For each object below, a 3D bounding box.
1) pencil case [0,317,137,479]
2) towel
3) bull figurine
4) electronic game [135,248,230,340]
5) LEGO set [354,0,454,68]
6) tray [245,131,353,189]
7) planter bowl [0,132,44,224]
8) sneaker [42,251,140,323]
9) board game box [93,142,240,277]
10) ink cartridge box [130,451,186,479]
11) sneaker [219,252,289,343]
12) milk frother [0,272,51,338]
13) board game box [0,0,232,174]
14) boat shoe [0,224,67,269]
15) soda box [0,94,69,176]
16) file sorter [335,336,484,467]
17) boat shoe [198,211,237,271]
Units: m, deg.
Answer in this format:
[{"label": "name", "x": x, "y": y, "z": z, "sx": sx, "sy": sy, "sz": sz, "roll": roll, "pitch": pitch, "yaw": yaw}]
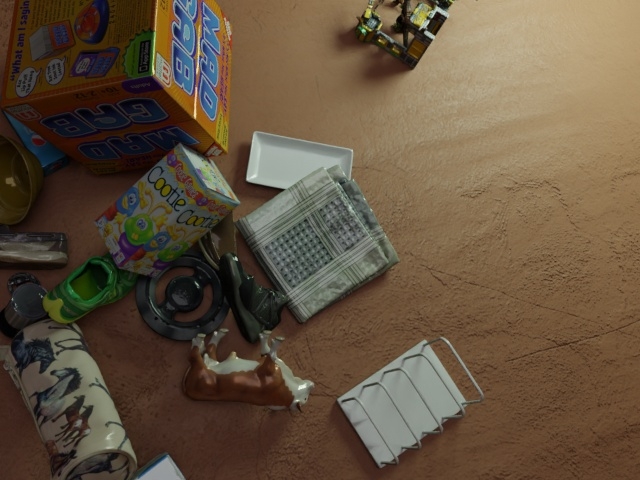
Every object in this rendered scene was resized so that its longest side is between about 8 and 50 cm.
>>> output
[{"label": "pencil case", "x": -0.524, "y": 0.350, "z": 1.564, "sx": 0.183, "sy": 0.160, "sz": 0.410, "roll": -20, "pitch": 48, "yaw": -24}, {"label": "towel", "x": 0.000, "y": 0.000, "z": 1.897, "sx": 0.324, "sy": 0.056, "sz": 0.312, "roll": -32, "pitch": 88, "yaw": -15}, {"label": "bull figurine", "x": -0.164, "y": 0.306, "z": 1.752, "sx": 0.310, "sy": 0.101, "sz": 0.189, "roll": 2, "pitch": 98, "yaw": -7}, {"label": "electronic game", "x": -0.326, "y": 0.128, "z": 1.813, "sx": 0.229, "sy": 0.048, "sz": 0.229, "roll": 6, "pitch": 67, "yaw": -16}, {"label": "LEGO set", "x": 0.261, "y": -0.655, "z": 2.080, "sx": 0.255, "sy": 0.192, "sz": 0.331, "roll": 41, "pitch": 71, "yaw": 1}, {"label": "tray", "x": -0.054, "y": -0.191, "z": 1.970, "sx": 0.270, "sy": 0.030, "sz": 0.145, "roll": 10, "pitch": 74, "yaw": -9}, {"label": "planter bowl", "x": -0.712, "y": -0.151, "z": 1.764, "sx": 0.217, "sy": 0.217, "sz": 0.090, "roll": 54, "pitch": 32, "yaw": 6}, {"label": "sneaker", "x": -0.486, "y": 0.089, "z": 1.705, "sx": 0.109, "sy": 0.123, "sz": 0.295, "roll": 51, "pitch": 34, "yaw": -5}, {"label": "board game box", "x": -0.347, "y": -0.064, "z": 1.714, "sx": 0.275, "sy": 0.142, "sz": 0.144, "roll": -40, "pitch": 65, "yaw": 11}, {"label": "ink cartridge box", "x": -0.365, "y": 0.526, "z": 1.619, "sx": 0.139, "sy": 0.191, "sz": 0.082, "roll": -35, "pitch": 86, "yaw": -18}, {"label": "sneaker", "x": -0.158, "y": 0.119, "z": 1.813, "sx": 0.130, "sy": 0.087, "sz": 0.228, "roll": -28, "pitch": 104, "yaw": -27}, {"label": "milk frother", "x": -0.660, "y": 0.126, "z": 1.696, "sx": 0.129, "sy": 0.134, "sz": 0.143, "roll": -30, "pitch": 84, "yaw": -44}, {"label": "board game box", "x": -0.434, "y": -0.399, "z": 1.699, "sx": 0.356, "sy": 0.356, "sz": 0.357, "roll": -7, "pitch": 70, "yaw": 16}, {"label": "boat shoe", "x": -0.727, "y": 0.011, "z": 1.738, "sx": 0.285, "sy": 0.103, "sz": 0.092, "roll": 5, "pitch": 69, "yaw": -15}, {"label": "soda box", "x": -0.696, "y": -0.264, "z": 1.834, "sx": 0.071, "sy": 0.067, "sz": 0.210, "roll": -32, "pitch": 83, "yaw": -18}, {"label": "file sorter", "x": 0.218, "y": 0.379, "z": 1.794, "sx": 0.277, "sy": 0.173, "sz": 0.193, "roll": -31, "pitch": 83, "yaw": -18}, {"label": "boat shoe", "x": -0.253, "y": -0.054, "z": 1.839, "sx": 0.095, "sy": 0.095, "sz": 0.258, "roll": -9, "pitch": 73, "yaw": -35}]
